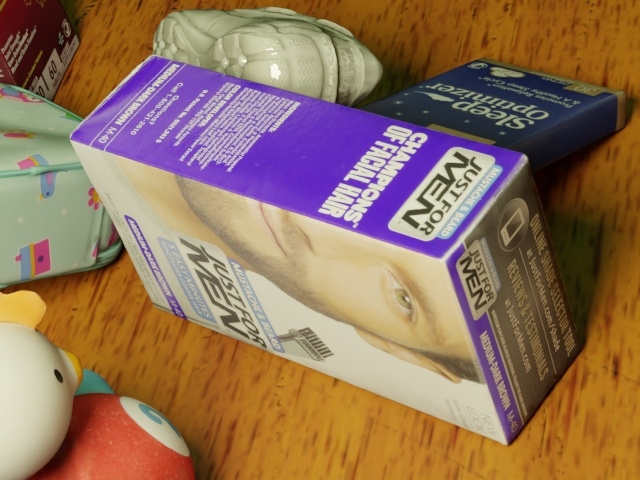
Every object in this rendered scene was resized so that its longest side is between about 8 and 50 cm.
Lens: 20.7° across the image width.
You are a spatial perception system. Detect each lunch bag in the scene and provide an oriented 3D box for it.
[{"bbox_3d":[-0.297,-0.045,1.374,0.224,0.108,0.279,24,22,36],"label":"lunch bag"}]

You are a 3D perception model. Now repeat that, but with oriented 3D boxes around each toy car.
[{"bbox_3d":[-0.188,0.117,1.115,0.210,0.238,0.219,-19,37,-21],"label":"toy car"}]

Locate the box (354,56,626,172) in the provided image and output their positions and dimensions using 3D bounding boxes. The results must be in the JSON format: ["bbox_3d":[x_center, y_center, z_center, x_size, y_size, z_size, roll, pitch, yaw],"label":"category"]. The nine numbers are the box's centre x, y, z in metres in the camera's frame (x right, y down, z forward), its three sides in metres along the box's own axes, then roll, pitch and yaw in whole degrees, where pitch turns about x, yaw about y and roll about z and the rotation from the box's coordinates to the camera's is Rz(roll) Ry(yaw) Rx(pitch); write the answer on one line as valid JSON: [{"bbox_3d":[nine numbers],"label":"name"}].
[{"bbox_3d":[0.112,-0.083,1.311,0.136,0.036,0.225,19,32,36],"label":"box"}]

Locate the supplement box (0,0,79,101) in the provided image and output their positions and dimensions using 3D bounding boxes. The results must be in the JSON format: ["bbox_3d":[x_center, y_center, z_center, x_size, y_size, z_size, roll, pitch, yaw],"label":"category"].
[{"bbox_3d":[-0.303,-0.224,1.547,0.073,0.239,0.130,-3,45,20],"label":"supplement box"}]

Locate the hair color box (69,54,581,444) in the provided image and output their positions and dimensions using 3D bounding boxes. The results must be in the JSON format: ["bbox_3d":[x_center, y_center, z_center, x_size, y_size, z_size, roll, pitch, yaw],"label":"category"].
[{"bbox_3d":[0.000,0.000,1.224,0.339,0.185,0.110,17,54,36],"label":"hair color box"}]

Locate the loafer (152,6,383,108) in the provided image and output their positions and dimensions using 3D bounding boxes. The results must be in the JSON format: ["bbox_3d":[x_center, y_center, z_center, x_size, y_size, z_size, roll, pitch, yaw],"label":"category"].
[{"bbox_3d":[-0.054,-0.133,1.412,0.111,0.112,0.319,-4,11,-23],"label":"loafer"}]
